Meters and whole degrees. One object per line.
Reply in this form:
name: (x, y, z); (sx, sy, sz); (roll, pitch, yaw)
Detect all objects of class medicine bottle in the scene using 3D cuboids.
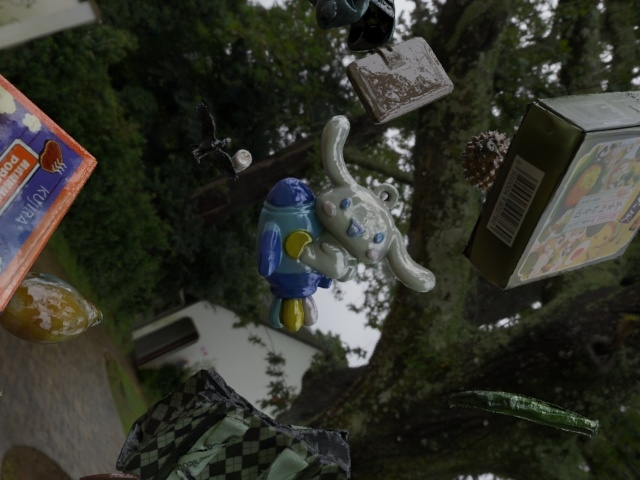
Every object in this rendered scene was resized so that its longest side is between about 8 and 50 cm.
medicine bottle: (-0.243, -0.236, 1.775); (0.089, 0.052, 0.052); (-20, -86, 63)

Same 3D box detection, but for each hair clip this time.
hair clip: (0.075, -0.494, 1.010); (0.194, 0.310, 0.206); (19, 11, -45)

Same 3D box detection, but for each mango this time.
mango: (-0.620, 0.155, 1.372); (0.193, 0.146, 0.316); (33, 0, 14)

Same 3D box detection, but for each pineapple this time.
pineapple: (0.464, -0.226, 1.622); (0.166, 0.166, 0.193); (58, 3, 25)

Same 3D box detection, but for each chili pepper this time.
chili pepper: (0.504, 0.427, 1.490); (0.085, 0.359, 0.076); (9, 89, -65)

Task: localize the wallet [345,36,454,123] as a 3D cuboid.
wallet: (0.123, -0.255, 0.934); (0.118, 0.153, 0.039); (64, -16, 5)

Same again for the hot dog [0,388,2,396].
hot dog: (-0.748, 0.265, 1.066); (0.100, 0.337, 0.135); (113, -13, -77)

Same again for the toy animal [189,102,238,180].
toy animal: (-0.278, -0.239, 1.500); (0.220, 0.108, 0.062); (65, -3, -30)

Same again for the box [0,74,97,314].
box: (-0.625, -0.050, 0.994); (0.257, 0.319, 0.348); (48, 38, -32)

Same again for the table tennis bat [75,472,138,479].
table tennis bat: (-0.393, 0.424, 1.044); (0.087, 0.157, 0.013); (37, 42, -54)

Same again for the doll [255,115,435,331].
doll: (-0.002, -0.001, 1.180); (0.376, 0.366, 0.187); (62, 11, 14)

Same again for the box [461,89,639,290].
box: (0.537, -0.107, 1.214); (0.138, 0.420, 0.373); (53, -39, 40)

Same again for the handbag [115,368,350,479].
handbag: (-0.171, 0.449, 1.262); (0.416, 0.317, 0.180); (32, 31, -21)
